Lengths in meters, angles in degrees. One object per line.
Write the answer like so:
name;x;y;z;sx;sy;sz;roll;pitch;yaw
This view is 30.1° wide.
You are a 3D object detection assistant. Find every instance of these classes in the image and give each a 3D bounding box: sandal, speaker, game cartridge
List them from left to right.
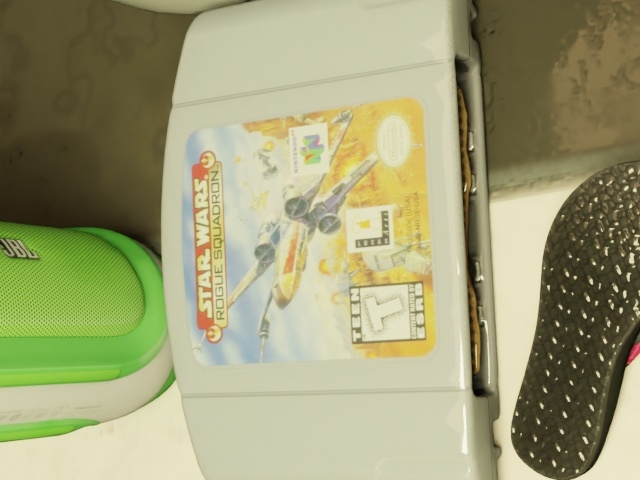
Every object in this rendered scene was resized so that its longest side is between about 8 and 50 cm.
speaker;-0.198;0.046;0.653;0.131;0.296;0.131;-2;85;29
game cartridge;0.000;0.000;0.689;0.198;0.062;0.297;-5;84;24
sandal;0.144;0.039;0.619;0.067;0.040;0.179;28;114;33

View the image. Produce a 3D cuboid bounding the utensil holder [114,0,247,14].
utensil holder;-0.164;-0.304;0.612;0.327;0.385;0.328;-3;84;28
